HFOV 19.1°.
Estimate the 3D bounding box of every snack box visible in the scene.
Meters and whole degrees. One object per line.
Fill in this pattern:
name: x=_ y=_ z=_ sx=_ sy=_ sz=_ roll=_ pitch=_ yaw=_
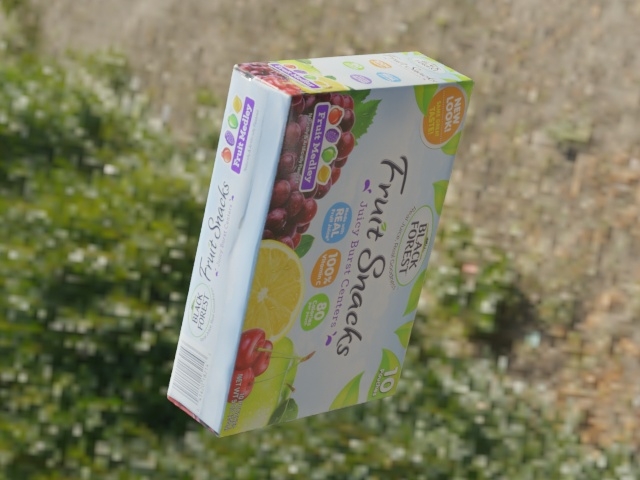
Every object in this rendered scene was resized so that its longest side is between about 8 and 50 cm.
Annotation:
snack box: x=0.000 y=0.000 z=0.742 sx=0.037 sy=0.100 sz=0.141 roll=31 pitch=118 yaw=38
